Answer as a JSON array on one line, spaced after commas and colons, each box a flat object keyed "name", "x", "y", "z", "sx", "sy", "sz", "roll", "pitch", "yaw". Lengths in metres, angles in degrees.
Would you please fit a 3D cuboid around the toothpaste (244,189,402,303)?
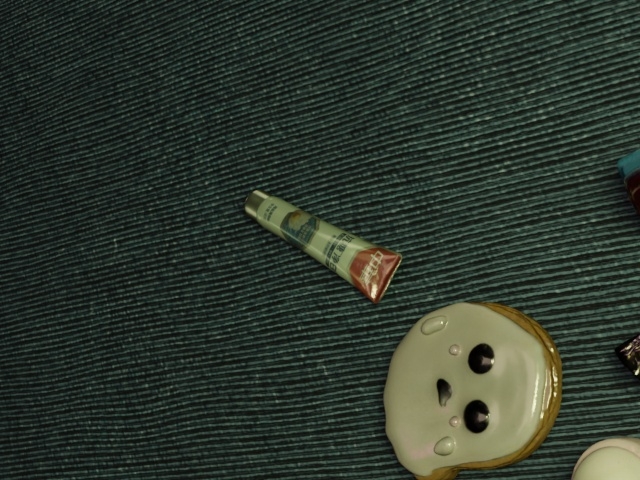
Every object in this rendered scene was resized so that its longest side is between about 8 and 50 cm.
[{"name": "toothpaste", "x": 0.000, "y": 0.000, "z": 1.541, "sx": 0.239, "sy": 0.039, "sz": 0.062, "roll": 30, "pitch": 92, "yaw": 40}]

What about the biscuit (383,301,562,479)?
[{"name": "biscuit", "x": 0.147, "y": 0.150, "z": 1.364, "sx": 0.208, "sy": 0.049, "sz": 0.181, "roll": -19, "pitch": 68, "yaw": 39}]

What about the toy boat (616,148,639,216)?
[{"name": "toy boat", "x": 0.378, "y": -0.076, "z": 1.198, "sx": 0.223, "sy": 0.100, "sz": 0.097, "roll": -17, "pitch": 32, "yaw": 32}]

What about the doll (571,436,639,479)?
[{"name": "doll", "x": 0.216, "y": 0.300, "z": 1.233, "sx": 0.365, "sy": 0.094, "sz": 0.160, "roll": -36, "pitch": 60, "yaw": 30}]

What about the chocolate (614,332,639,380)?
[{"name": "chocolate", "x": 0.334, "y": 0.070, "z": 1.210, "sx": 0.072, "sy": 0.070, "sz": 0.147, "roll": 38, "pitch": 107, "yaw": 12}]
